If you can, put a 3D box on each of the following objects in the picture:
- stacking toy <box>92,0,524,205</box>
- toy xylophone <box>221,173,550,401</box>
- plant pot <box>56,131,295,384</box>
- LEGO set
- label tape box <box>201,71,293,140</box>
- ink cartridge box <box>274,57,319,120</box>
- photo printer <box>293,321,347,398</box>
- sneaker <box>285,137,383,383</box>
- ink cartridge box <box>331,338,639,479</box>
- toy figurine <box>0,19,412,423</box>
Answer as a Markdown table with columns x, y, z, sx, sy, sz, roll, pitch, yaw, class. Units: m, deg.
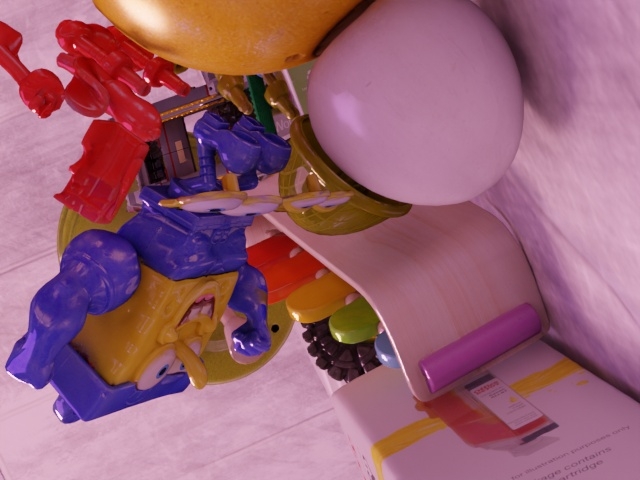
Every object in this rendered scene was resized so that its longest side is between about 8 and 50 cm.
| x | y | z | sx | sy | sz | roll | pitch | yaw | class |
| --- | --- | --- | --- | --- | --- | --- | --- | --- | --- |
| -0.053 | -0.219 | 0.634 | 0.480 | 0.350 | 0.350 | 47 | 173 | 1 | stacking toy |
| 0.012 | 0.015 | 0.874 | 0.323 | 0.236 | 0.081 | -129 | 20 | -60 | toy xylophone |
| -0.191 | 0.045 | 1.691 | 0.367 | 0.366 | 0.353 | 69 | 168 | -21 | plant pot |
| -0.138 | -0.162 | 1.239 | 0.255 | 0.192 | 0.331 | -19 | -87 | -74 | LEGO set |
| -0.089 | -0.199 | 1.548 | 0.241 | 0.105 | 0.334 | -123 | 11 | -56 | label tape box |
| -0.011 | -0.172 | 1.150 | 0.109 | 0.062 | 0.209 | -129 | 17 | -73 | ink cartridge box |
| 0.010 | 0.135 | 1.933 | 0.307 | 0.107 | 0.256 | -122 | 11 | -56 | photo printer |
| 0.015 | 0.023 | 1.356 | 0.146 | 0.134 | 0.344 | 36 | -146 | -63 | sneaker |
| 0.157 | 0.237 | 0.733 | 0.384 | 0.160 | 0.279 | -139 | 26 | -77 | ink cartridge box |
| -0.104 | 0.008 | 0.686 | 0.191 | 0.217 | 0.362 | 36 | -164 | 17 | toy figurine |
